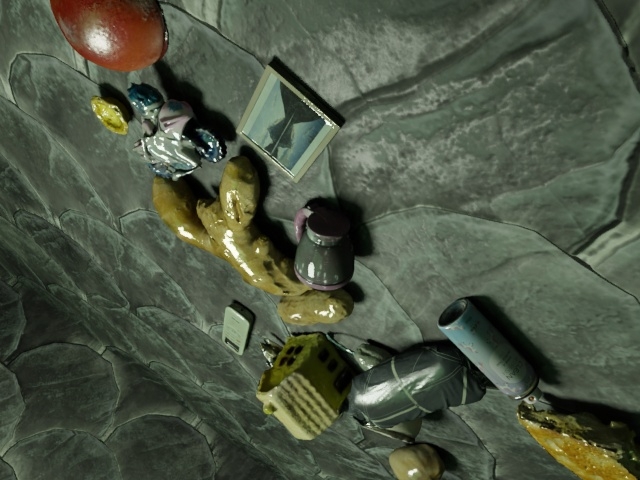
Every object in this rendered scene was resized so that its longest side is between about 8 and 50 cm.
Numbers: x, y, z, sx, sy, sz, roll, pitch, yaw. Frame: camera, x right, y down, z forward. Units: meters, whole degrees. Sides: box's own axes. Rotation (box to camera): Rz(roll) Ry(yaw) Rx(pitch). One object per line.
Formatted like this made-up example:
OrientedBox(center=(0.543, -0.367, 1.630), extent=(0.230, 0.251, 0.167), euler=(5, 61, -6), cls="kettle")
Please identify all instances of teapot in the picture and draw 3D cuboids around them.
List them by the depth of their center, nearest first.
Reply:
OrientedBox(center=(0.010, 0.001, 1.085), extent=(0.116, 0.148, 0.146), euler=(1, 132, -5), cls="teapot")

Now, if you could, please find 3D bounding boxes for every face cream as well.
OrientedBox(center=(0.313, 0.206, 1.037), extent=(0.229, 0.075, 0.075), euler=(44, 149, -10), cls="face cream")

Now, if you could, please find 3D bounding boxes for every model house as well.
OrientedBox(center=(-0.048, 0.383, 1.491), extent=(0.175, 0.234, 0.193), euler=(-9, 124, 51), cls="model house")

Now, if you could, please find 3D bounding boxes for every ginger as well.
OrientedBox(center=(-0.204, -0.009, 1.260), extent=(0.363, 0.122, 0.348), euler=(-7, 118, 38), cls="ginger")

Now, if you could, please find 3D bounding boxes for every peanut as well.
OrientedBox(center=(-0.011, 0.143, 1.281), extent=(0.214, 0.099, 0.099), euler=(-18, 118, 49), cls="peanut")

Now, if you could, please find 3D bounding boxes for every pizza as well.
OrientedBox(center=(0.522, 0.388, 1.040), extent=(0.323, 0.089, 0.223), euler=(38, 155, -1), cls="pizza")

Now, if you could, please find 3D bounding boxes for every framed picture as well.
OrientedBox(center=(-0.060, -0.191, 0.970), extent=(0.150, 0.015, 0.203), euler=(41, 149, -4), cls="framed picture")

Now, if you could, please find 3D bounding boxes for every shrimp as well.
OrientedBox(center=(-0.069, 0.416, 1.718), extent=(0.360, 0.085, 0.247), euler=(48, 155, -21), cls="shrimp")

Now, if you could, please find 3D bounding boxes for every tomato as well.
OrientedBox(center=(-0.375, -0.381, 0.969), extent=(0.228, 0.112, 0.199), euler=(39, 147, -5), cls="tomato")

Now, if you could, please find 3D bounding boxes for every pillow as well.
OrientedBox(center=(0.191, 0.320, 1.229), extent=(0.335, 0.092, 0.161), euler=(-31, 103, 32), cls="pillow")

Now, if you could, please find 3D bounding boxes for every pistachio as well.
OrientedBox(center=(0.265, 0.620, 1.592), extent=(0.124, 0.124, 0.185), euler=(52, 153, -21), cls="pistachio")

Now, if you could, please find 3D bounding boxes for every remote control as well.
OrientedBox(center=(-0.255, 0.273, 1.757), extent=(0.090, 0.038, 0.309), euler=(35, 149, 7), cls="remote control")

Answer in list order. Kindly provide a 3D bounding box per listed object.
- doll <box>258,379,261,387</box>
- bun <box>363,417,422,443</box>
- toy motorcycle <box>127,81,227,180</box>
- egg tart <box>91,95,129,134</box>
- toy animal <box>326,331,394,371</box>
OrientedBox(center=(-0.135, 0.512, 1.904), extent=(0.179, 0.102, 0.088), euler=(30, 105, 22), cls="doll")
OrientedBox(center=(0.167, 0.417, 1.419), extent=(0.173, 0.119, 0.173), euler=(16, 166, 4), cls="bun")
OrientedBox(center=(-0.305, -0.218, 1.113), extent=(0.239, 0.108, 0.204), euler=(-20, 123, 31), cls="toy motorcycle")
OrientedBox(center=(-0.448, -0.276, 1.245), extent=(0.105, 0.039, 0.105), euler=(27, 147, 19), cls="egg tart")
OrientedBox(center=(0.100, 0.274, 1.359), extent=(0.253, 0.070, 0.079), euler=(20, 131, 33), cls="toy animal")
